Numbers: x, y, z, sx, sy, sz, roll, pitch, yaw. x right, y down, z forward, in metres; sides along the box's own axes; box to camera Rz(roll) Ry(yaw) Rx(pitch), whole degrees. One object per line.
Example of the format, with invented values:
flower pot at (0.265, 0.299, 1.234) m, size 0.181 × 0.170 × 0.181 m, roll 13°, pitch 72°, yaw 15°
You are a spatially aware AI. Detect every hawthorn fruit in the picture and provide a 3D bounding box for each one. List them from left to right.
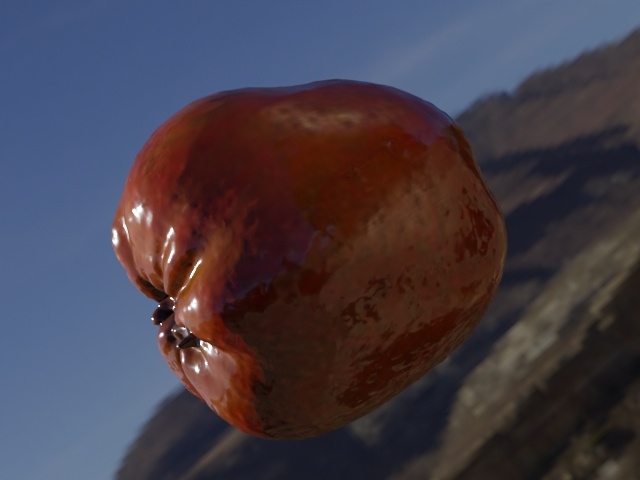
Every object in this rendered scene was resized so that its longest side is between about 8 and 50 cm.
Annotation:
hawthorn fruit at (0.000, 0.000, 0.700) m, size 0.138 × 0.133 × 0.133 m, roll -24°, pitch -10°, yaw -16°
